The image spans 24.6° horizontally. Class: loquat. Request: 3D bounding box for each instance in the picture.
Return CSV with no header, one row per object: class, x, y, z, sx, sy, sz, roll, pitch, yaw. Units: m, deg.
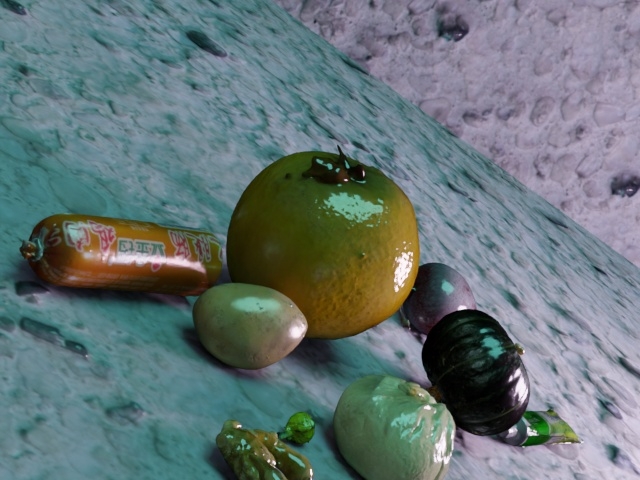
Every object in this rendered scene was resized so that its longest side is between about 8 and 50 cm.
loquat,0.000,0.000,1.992,0.274,0.275,0.275,32,18,-11

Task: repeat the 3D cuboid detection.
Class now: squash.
squash,0.220,0.186,2.092,0.193,0.155,0.193,-10,90,-74

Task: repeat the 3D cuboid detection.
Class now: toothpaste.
toothpaste,0.330,0.285,2.239,0.078,0.047,0.248,47,19,27

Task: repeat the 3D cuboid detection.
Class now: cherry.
cherry,0.193,0.121,2.334,0.188,0.115,0.148,-96,168,-58

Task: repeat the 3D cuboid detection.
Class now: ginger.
ginger,-0.050,0.267,1.583,0.176,0.053,0.193,37,10,5

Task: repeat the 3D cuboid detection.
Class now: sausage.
sausage,-0.248,0.017,1.794,0.093,0.093,0.312,45,20,29

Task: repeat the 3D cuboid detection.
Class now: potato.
potato,-0.092,0.104,1.843,0.147,0.112,0.112,16,25,-30

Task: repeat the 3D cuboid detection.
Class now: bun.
bun,0.099,0.233,1.836,0.164,0.111,0.188,37,21,14

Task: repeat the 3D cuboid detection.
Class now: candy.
candy,-0.047,0.229,1.724,0.035,0.035,0.123,40,26,25
